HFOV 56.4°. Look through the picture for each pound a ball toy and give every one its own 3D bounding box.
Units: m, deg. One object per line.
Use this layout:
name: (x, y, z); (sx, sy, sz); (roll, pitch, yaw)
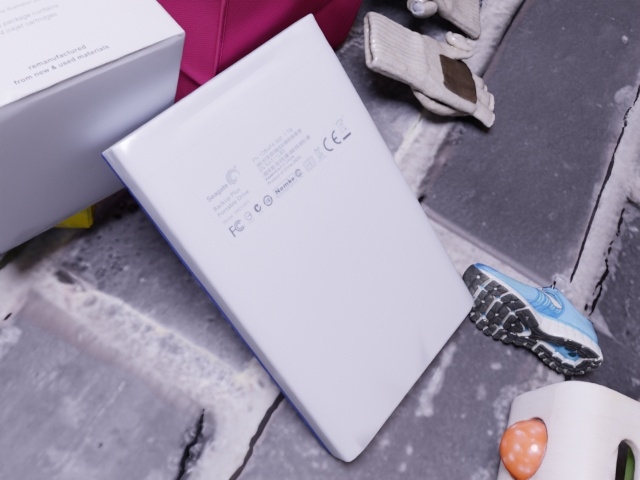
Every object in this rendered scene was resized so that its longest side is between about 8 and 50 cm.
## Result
pound a ball toy: (0.209, 0.226, 0.457); (0.136, 0.208, 0.319); (24, 62, -4)

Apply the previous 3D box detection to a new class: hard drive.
hard drive: (0.000, 0.000, 0.513); (0.210, 0.040, 0.318); (-44, 113, -28)

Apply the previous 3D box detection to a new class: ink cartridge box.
ink cartridge box: (-0.247, -0.147, 0.444); (0.168, 0.171, 0.232); (-37, 80, -30)

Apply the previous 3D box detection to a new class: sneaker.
sneaker: (0.219, 0.074, 0.628); (0.162, 0.063, 0.073); (34, 43, -3)

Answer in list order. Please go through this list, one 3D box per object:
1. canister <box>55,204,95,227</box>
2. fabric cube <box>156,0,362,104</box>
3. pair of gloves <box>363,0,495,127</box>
canister: (-0.291, -0.072, 0.534); (0.170, 0.073, 0.126); (2, 65, -17)
fabric cube: (-0.111, -0.281, 0.581); (0.254, 0.259, 0.258); (39, 63, 4)
pair of gloves: (0.138, -0.266, 0.723); (0.204, 0.042, 0.239); (23, 60, -34)
